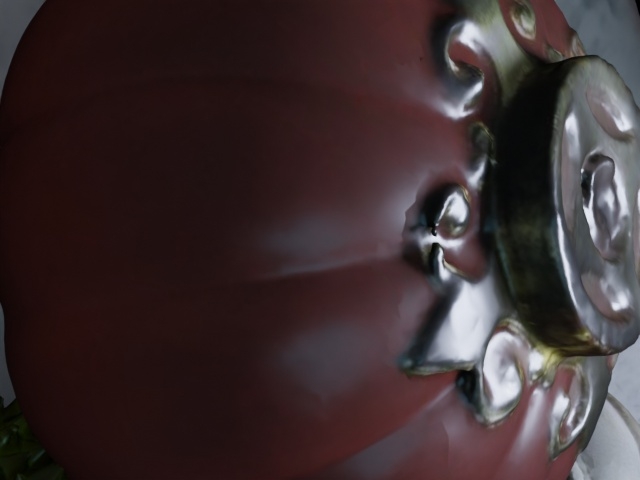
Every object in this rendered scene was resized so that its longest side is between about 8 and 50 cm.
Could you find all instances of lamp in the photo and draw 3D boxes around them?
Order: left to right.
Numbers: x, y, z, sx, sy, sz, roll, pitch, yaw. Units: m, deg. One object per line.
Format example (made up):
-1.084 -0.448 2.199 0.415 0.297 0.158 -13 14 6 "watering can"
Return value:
0.000 0.000 0.745 0.303 0.257 0.303 18 68 -55 "lamp"

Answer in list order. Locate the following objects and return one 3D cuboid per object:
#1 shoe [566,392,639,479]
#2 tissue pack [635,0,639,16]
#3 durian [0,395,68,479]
0.008 0.182 0.893 0.351 0.172 0.198 -46 123 -7 "shoe"
0.251 -0.227 0.883 0.259 0.122 0.361 -35 127 -10 "tissue pack"
-0.184 0.116 0.779 0.221 0.137 0.095 -21 91 -15 "durian"
